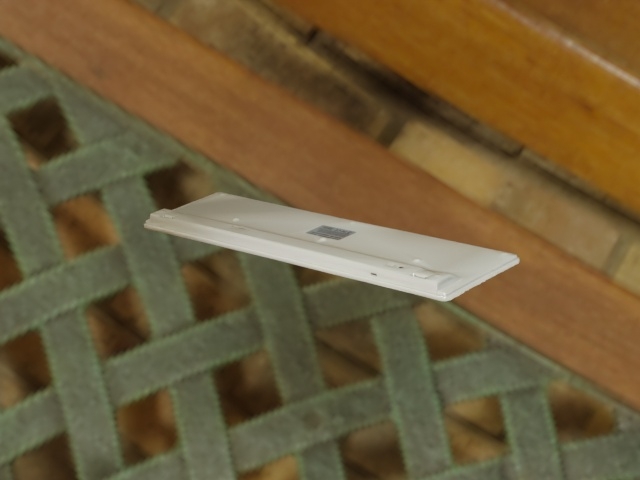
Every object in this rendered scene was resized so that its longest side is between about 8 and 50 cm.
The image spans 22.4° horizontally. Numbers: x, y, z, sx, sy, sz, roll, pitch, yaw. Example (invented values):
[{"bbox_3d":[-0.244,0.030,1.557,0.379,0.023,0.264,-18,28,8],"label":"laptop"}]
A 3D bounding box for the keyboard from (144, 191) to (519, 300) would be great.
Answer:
[{"bbox_3d":[0.000,0.000,1.000,0.256,0.072,0.014,13,111,41],"label":"keyboard"}]
